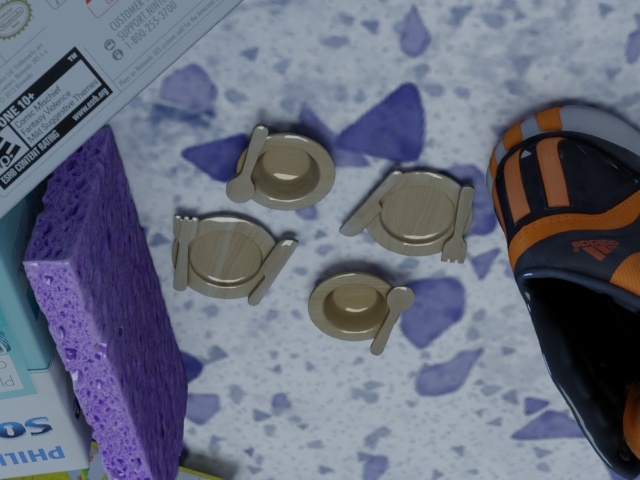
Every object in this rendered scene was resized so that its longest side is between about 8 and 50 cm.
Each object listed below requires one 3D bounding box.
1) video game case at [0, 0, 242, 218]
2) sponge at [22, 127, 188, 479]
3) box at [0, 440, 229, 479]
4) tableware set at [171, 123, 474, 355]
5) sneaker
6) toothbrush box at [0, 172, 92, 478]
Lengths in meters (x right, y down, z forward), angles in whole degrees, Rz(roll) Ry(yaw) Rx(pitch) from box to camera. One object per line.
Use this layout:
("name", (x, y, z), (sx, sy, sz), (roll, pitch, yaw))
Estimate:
("video game case", (-0.128, -0.182, 0.786), (0.269, 0.061, 0.244), (-43, 125, -7))
("sponge", (-0.116, 0.051, 1.029), (0.031, 0.117, 0.210), (-5, 130, 9))
("box", (-0.148, 0.183, 1.149), (0.179, 0.105, 0.043), (19, 158, -15))
("tableware set", (0.000, 0.000, 1.047), (0.168, 0.020, 0.141), (18, 128, -13))
("sneaker", (0.214, 0.075, 1.000), (0.321, 0.180, 0.124), (31, 125, -23))
("toothbrush box", (-0.260, -0.002, 0.983), (0.216, 0.126, 0.295), (-7, 131, 7))
